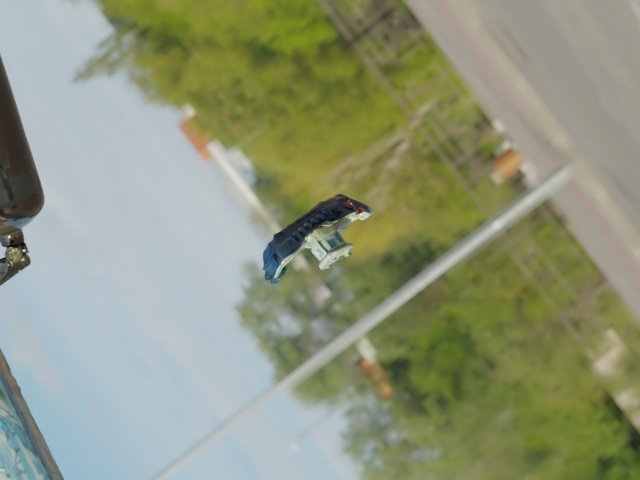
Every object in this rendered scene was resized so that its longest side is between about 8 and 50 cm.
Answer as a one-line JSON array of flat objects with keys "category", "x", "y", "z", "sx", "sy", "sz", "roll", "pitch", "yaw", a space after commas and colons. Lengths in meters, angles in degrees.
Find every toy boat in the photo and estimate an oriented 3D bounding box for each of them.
[{"category": "toy boat", "x": 0.000, "y": 0.000, "z": 1.085, "sx": 0.038, "sy": 0.083, "sz": 0.038, "roll": 34, "pitch": 144, "yaw": 30}]

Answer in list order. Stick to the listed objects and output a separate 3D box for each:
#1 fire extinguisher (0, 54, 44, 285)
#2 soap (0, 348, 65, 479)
[{"category": "fire extinguisher", "x": -0.280, "y": -0.087, "z": 1.454, "sx": 0.072, "sy": 0.089, "sz": 0.268, "roll": -127, "pitch": 21, "yaw": -78}, {"category": "soap", "x": -0.219, "y": 0.173, "z": 1.086, "sx": 0.293, "sy": 0.156, "sz": 0.077, "roll": 59, "pitch": 175, "yaw": 12}]
